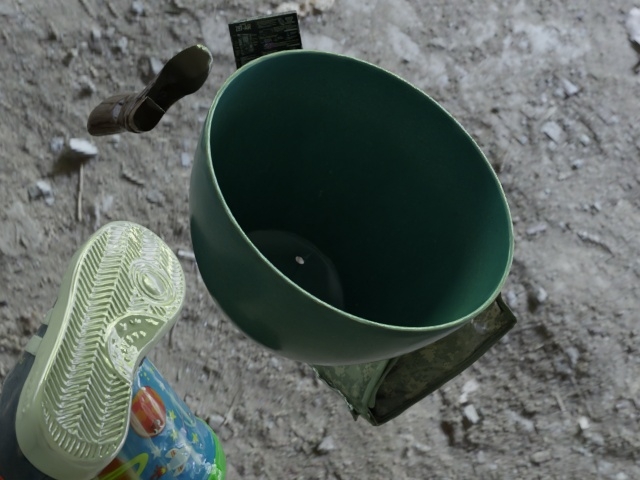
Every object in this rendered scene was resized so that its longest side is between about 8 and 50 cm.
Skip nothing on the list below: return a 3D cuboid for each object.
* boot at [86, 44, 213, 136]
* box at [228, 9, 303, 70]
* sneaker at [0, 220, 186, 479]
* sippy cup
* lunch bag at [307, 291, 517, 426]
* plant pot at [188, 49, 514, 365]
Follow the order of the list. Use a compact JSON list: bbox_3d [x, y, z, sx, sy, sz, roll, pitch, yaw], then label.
[{"bbox_3d":[-0.160,-0.136,0.849,0.106,0.114,0.037,-48,116,-22],"label":"boot"},{"bbox_3d":[-0.064,-0.235,1.103,0.083,0.018,0.067,-10,114,1],"label":"box"},{"bbox_3d":[-0.245,0.115,0.931,0.131,0.148,0.350,40,30,-16],"label":"sneaker"},{"bbox_3d":[-0.266,0.245,1.162,0.240,0.306,0.224,-46,128,-36],"label":"sippy cup"},{"bbox_3d":[0.104,0.121,1.408,0.287,0.169,0.235,-41,39,-10],"label":"lunch bag"},{"bbox_3d":[0.000,0.000,0.847,0.290,0.195,0.290,16,50,-20],"label":"plant pot"}]
